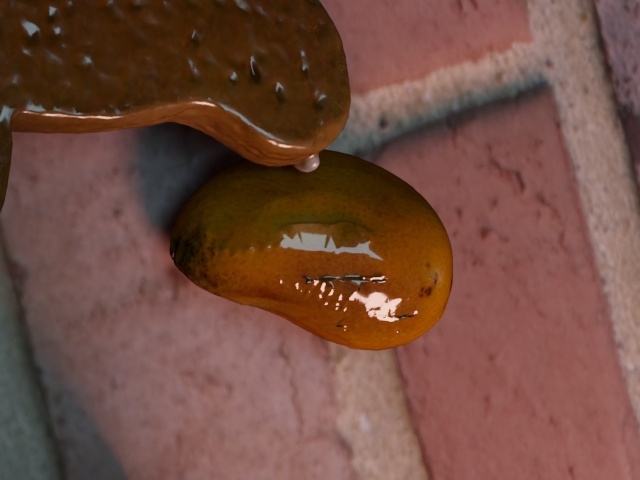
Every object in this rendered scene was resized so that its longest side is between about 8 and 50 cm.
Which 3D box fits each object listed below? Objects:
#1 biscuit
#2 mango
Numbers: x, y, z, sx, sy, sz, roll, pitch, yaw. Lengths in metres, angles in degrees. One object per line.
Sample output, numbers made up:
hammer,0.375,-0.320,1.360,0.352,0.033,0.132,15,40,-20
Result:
biscuit,-0.196,-0.126,0.766,0.432,0.064,0.283,-16,86,-35
mango,0.003,0.000,0.893,0.159,0.084,0.105,19,70,-34
